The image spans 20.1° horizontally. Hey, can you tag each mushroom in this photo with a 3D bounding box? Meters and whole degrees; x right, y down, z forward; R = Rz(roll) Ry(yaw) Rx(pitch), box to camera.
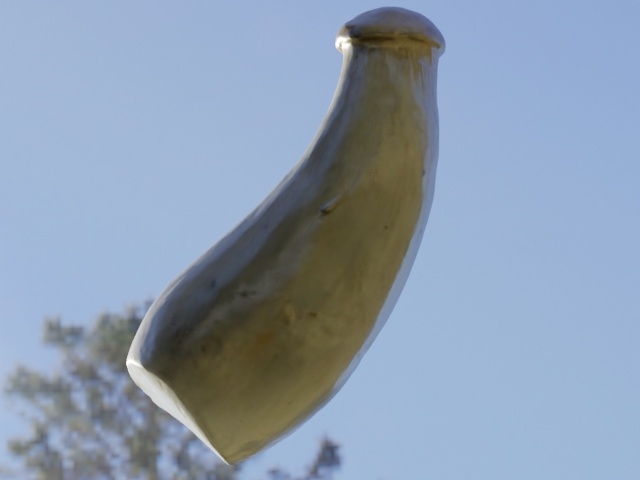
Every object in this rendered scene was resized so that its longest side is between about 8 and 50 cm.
[{"bbox_3d":[0.000,0.000,0.997,0.270,0.118,0.103,-55,-31,3],"label":"mushroom"}]
